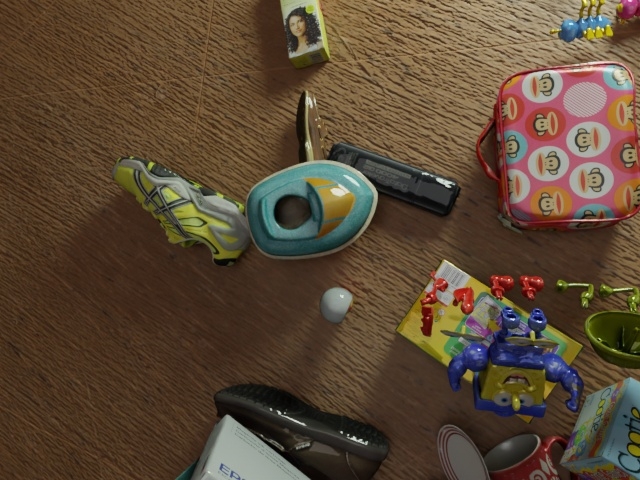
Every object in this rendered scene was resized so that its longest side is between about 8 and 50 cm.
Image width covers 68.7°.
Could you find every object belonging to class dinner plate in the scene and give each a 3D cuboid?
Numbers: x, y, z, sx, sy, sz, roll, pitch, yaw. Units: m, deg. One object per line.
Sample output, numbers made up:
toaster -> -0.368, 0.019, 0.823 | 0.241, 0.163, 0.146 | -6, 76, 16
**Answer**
dinner plate -> 0.260, 0.402, 0.842 | 0.017, 0.141, 0.141 | -11, 79, -22

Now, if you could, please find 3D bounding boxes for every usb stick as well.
usb stick -> 0.144, -0.128, 0.957 | 0.278, 0.045, 0.077 | 22, 95, 15

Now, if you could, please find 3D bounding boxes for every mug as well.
mug -> 0.389, 0.432, 0.802 | 0.150, 0.113, 0.169 | -33, 80, 13

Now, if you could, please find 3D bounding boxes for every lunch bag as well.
lunch bag -> 0.418, -0.162, 0.847 | 0.258, 0.120, 0.292 | -1, 85, 17

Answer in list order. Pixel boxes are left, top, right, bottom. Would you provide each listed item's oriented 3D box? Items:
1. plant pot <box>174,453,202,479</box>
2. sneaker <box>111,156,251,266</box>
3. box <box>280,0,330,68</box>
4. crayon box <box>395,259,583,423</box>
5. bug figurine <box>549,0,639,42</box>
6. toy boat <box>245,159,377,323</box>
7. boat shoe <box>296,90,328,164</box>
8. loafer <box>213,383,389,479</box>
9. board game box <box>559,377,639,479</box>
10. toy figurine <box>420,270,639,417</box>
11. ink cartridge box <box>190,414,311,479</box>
plant pot -> -0.188, 0.576, 0.932 | 0.166, 0.165, 0.234 | 1, 94, 16
sneaker -> -0.323, -0.071, 1.041 | 0.385, 0.145, 0.147 | 25, 91, 18
box -> -0.041, -0.512, 1.048 | 0.087, 0.058, 0.232 | -12, 80, 15
crayon box -> 0.302, 0.178, 0.866 | 0.278, 0.081, 0.165 | 34, 95, 16
bug figurine -> 0.532, -0.486, 0.872 | 0.216, 0.072, 0.278 | -2, 79, 10
toy boat -> 0.000, 0.000, 0.915 | 0.268, 0.148, 0.318 | -18, 88, 6
boat shoe -> -0.016, -0.234, 1.016 | 0.060, 0.064, 0.177 | -3, 87, -21
loafer -> -0.056, 0.391, 0.920 | 0.366, 0.134, 0.130 | 16, 89, 17
board game box -> 0.554, 0.363, 0.720 | 0.275, 0.142, 0.144 | 32, 65, 16
toy figurine -> 0.340, 0.195, 0.767 | 0.363, 0.191, 0.217 | 3, 115, 8
ink cartridge box -> -0.056, 0.434, 0.781 | 0.324, 0.330, 0.071 | 39, 87, -2
